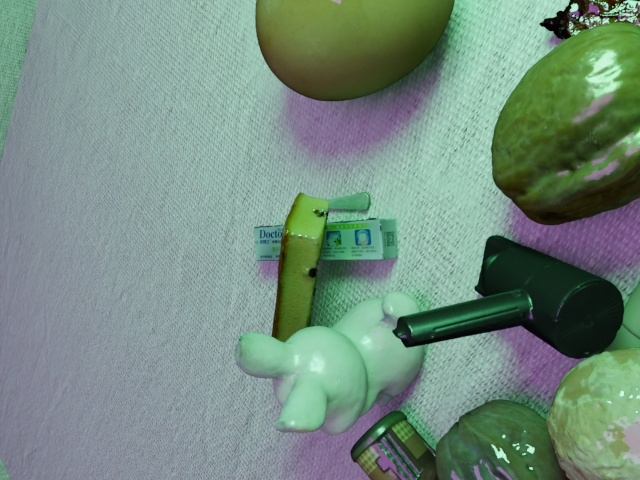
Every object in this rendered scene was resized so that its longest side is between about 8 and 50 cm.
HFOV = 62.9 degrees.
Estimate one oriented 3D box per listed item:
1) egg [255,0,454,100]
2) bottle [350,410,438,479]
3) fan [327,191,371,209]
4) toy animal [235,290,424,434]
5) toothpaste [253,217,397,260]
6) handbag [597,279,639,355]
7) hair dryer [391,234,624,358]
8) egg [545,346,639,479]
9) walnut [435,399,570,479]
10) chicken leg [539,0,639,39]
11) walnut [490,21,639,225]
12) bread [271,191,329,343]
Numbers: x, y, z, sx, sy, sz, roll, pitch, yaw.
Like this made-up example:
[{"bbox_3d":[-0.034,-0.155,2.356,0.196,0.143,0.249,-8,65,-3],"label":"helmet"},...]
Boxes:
[{"bbox_3d":[0.047,-0.399,0.890,0.374,0.301,0.301,-16,83,39],"label":"egg"},{"bbox_3d":[0.178,0.455,0.942,0.271,0.143,0.156,47,119,24],"label":"bottle"},{"bbox_3d":[0.023,-0.078,1.110,0.193,0.016,0.038,-1,89,37],"label":"fan"},{"bbox_3d":[0.027,0.209,0.915,0.196,0.367,0.241,47,130,29],"label":"toy animal"},{"bbox_3d":[0.000,0.000,1.100,0.336,0.067,0.081,-2,93,38],"label":"toothpaste"},{"bbox_3d":[0.528,0.152,0.708,0.241,0.109,0.315,27,122,35],"label":"handbag"},{"bbox_3d":[0.230,0.086,0.770,0.244,0.302,0.116,-140,44,-69],"label":"hair dryer"},{"bbox_3d":[0.406,0.229,0.646,0.245,0.203,0.203,-31,74,43],"label":"egg"},{"bbox_3d":[0.293,0.365,0.812,0.224,0.224,0.224,3,94,38],"label":"walnut"},{"bbox_3d":[0.437,-0.317,0.745,0.234,0.063,0.105,24,112,32],"label":"chicken leg"},{"bbox_3d":[0.363,-0.155,0.710,0.283,0.227,0.283,-53,20,29],"label":"walnut"},{"bbox_3d":[-0.046,0.095,1.034,0.077,0.138,0.361,10,126,2],"label":"bread"}]
